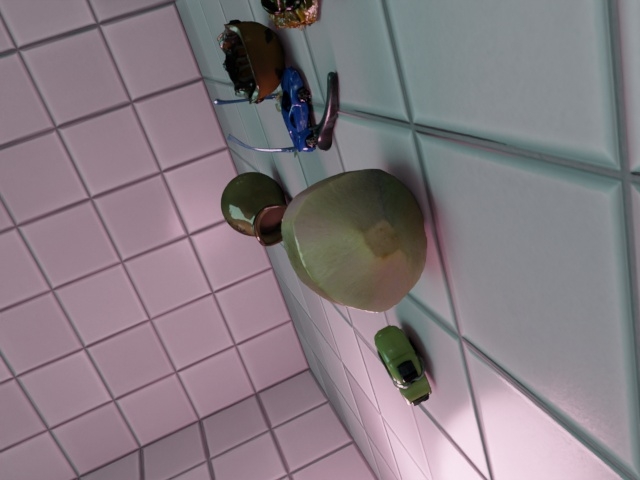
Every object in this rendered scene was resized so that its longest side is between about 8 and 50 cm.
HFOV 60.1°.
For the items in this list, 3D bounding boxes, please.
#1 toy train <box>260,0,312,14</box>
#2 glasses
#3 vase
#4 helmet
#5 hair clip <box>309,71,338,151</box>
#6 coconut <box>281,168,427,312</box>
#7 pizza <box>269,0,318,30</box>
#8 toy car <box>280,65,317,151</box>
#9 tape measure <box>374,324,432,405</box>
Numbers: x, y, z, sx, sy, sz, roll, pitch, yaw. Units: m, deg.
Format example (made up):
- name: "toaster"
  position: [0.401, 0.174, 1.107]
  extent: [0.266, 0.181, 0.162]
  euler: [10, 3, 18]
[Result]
- name: "toy train"
  position: [-0.066, -0.472, 0.891]
  extent: [0.226, 0.137, 0.090]
  euler: [60, 174, 13]
- name: "glasses"
  position: [-0.149, -0.317, 1.437]
  extent: [0.088, 0.220, 0.190]
  euler: [-40, 62, 42]
- name: "vase"
  position: [-0.195, -0.091, 2.081]
  extent: [0.302, 0.241, 0.329]
  euler: [39, 180, 40]
- name: "helmet"
  position: [-0.154, -0.443, 1.348]
  extent: [0.224, 0.130, 0.198]
  euler: [25, 139, 62]
- name: "hair clip"
  position: [0.017, -0.270, 1.161]
  extent: [0.070, 0.039, 0.229]
  euler: [64, 163, 14]
- name: "coconut"
  position: [0.065, -0.004, 0.953]
  extent: [0.259, 0.259, 0.259]
  euler: [157, 90, -78]
- name: "pizza"
  position: [-0.063, -0.464, 1.078]
  extent: [0.246, 0.058, 0.127]
  euler: [-127, 17, -57]
- name: "toy car"
  position: [-0.060, -0.310, 1.337]
  extent: [0.103, 0.063, 0.216]
  euler: [-125, 17, -48]
- name: "tape measure"
  position: [0.184, 0.272, 1.283]
  extent: [0.177, 0.087, 0.154]
  euler: [59, 178, 41]
